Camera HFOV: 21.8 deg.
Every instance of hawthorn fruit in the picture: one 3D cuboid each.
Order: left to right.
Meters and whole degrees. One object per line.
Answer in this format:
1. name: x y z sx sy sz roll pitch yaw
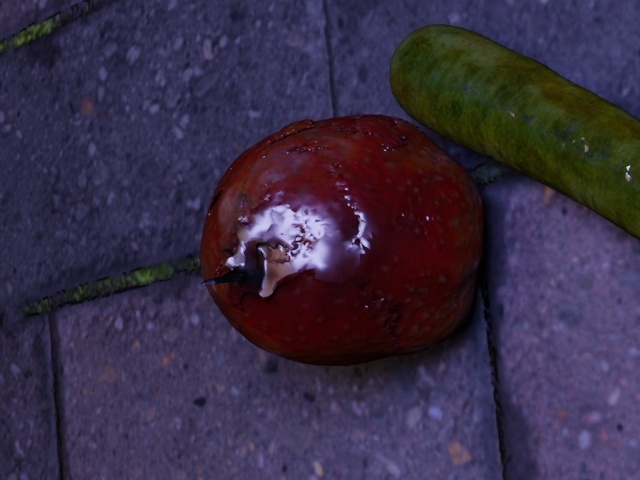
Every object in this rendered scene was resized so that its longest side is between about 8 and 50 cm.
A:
1. hawthorn fruit: 0.000 0.000 1.088 0.181 0.235 0.181 3 95 38

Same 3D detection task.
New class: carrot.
1. carrot: 0.175 -0.047 1.029 0.358 0.074 0.074 35 111 40
